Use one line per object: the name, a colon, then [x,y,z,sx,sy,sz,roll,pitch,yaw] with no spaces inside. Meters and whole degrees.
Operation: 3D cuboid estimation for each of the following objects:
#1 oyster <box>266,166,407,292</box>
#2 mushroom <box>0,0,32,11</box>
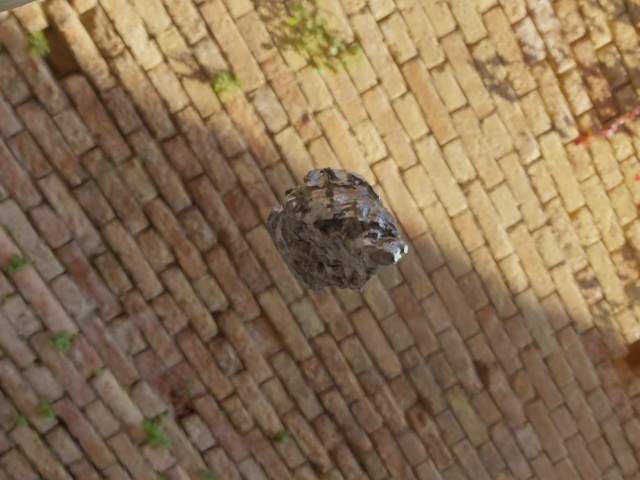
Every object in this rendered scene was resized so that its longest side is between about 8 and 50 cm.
oyster: [0.001,0.001,0.534,0.098,0.037,0.100,58,-44,24]
mushroom: [-0.290,-0.331,0.681,0.297,0.298,0.290,-121,-174,-81]
